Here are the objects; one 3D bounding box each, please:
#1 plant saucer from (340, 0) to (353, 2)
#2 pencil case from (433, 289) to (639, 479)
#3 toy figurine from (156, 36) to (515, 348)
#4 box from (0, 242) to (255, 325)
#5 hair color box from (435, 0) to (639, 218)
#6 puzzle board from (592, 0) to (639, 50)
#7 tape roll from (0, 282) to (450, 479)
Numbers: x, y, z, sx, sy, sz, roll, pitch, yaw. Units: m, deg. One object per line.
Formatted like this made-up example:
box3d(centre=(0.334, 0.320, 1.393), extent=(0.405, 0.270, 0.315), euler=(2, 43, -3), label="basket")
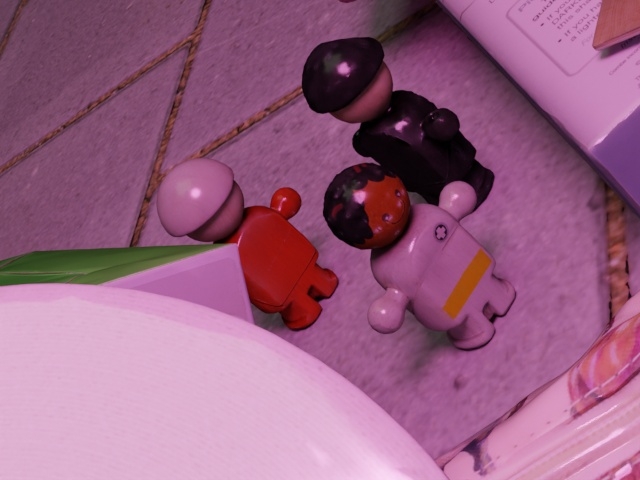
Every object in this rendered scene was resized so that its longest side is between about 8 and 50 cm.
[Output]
box3d(centre=(0.111, -0.319, 1.098), extent=(0.332, 0.084, 0.332), euler=(-43, 1, 1), label="plant saucer")
box3d(centre=(0.075, 0.145, 0.576), extent=(0.410, 0.183, 0.160), euler=(-39, 53, 15), label="pencil case")
box3d(centre=(0.000, 0.000, 0.913), extent=(0.213, 0.148, 0.209), euler=(-35, 30, 22), label="toy figurine")
box3d(centre=(-0.135, 0.129, 0.819), extent=(0.127, 0.231, 0.262), euler=(-19, 8, -33), label="box")
box3d(centre=(0.189, -0.152, 0.882), extent=(0.185, 0.113, 0.374), euler=(-42, 28, 9), label="hair color box")
box3d(centre=(0.190, -0.155, 0.749), extent=(0.096, 0.011, 0.128), euler=(-22, 36, 40), label="puzzle board")
box3d(centre=(-0.110, 0.197, 0.452), extent=(0.392, 0.072, 0.392), euler=(-8, 59, 13), label="tape roll")
